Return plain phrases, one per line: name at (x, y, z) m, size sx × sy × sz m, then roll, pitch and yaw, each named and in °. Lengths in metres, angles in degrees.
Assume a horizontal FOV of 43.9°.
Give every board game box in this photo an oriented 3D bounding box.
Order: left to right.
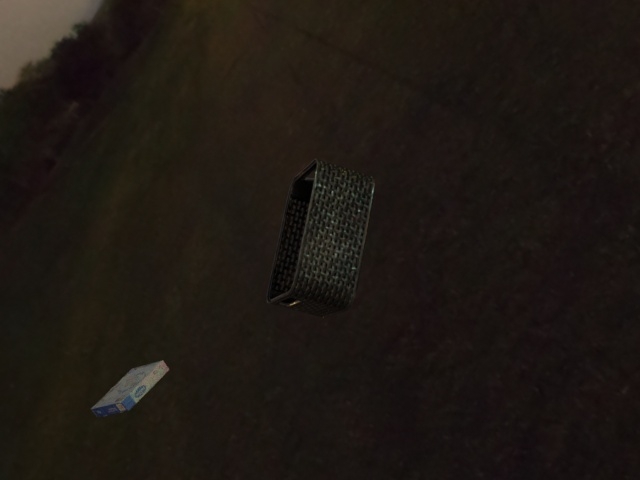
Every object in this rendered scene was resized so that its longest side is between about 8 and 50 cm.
board game box at (-0.274, 0.214, 1.145) m, size 0.090 × 0.020 × 0.090 m, roll -20°, pitch 20°, yaw 44°

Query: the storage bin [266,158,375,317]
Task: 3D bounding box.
storage bin at (0.000, 0.000, 1.030) m, size 0.122 × 0.084 × 0.180 m, roll 149°, pitch 134°, yaw -67°
